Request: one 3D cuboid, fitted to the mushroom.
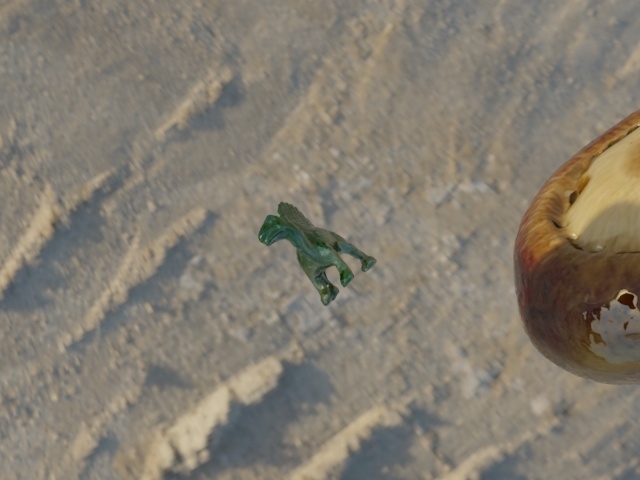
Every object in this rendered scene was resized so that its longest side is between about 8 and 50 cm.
[{"bbox_3d":[0.309,-0.034,1.081,0.345,0.345,0.259,-28,120,-9],"label":"mushroom"}]

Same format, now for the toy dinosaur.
[{"bbox_3d":[0.000,0.000,0.800,0.029,0.120,0.060,-40,89,18],"label":"toy dinosaur"}]
